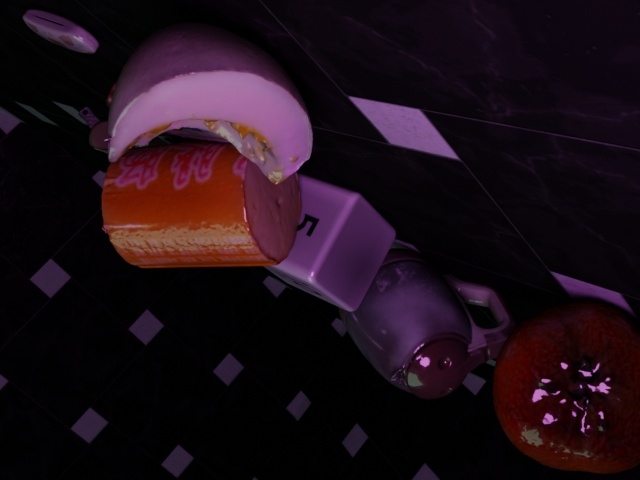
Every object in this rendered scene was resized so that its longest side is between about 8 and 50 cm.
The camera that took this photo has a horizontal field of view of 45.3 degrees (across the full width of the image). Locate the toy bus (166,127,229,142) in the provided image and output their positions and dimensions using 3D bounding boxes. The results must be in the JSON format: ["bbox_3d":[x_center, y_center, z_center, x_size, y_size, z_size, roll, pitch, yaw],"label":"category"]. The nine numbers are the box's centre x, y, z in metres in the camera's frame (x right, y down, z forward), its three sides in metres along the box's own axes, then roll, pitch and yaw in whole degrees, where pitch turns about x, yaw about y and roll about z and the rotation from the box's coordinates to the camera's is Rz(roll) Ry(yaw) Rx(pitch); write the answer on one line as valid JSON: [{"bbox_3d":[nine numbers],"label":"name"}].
[{"bbox_3d":[-0.193,-0.214,1.256,0.112,0.090,0.274,28,173,-37],"label":"toy bus"}]

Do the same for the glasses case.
[{"bbox_3d":[-0.457,-0.368,1.348,0.164,0.041,0.063,24,170,27],"label":"glasses case"}]

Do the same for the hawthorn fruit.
[{"bbox_3d":[0.433,0.243,1.321,0.285,0.284,0.369,28,-176,6],"label":"hawthorn fruit"}]

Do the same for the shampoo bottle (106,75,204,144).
[{"bbox_3d":[-0.261,-0.214,1.495,0.314,0.076,0.118,30,174,-6],"label":"shampoo bottle"}]

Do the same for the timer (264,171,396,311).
[{"bbox_3d":[0.000,0.000,1.512,0.195,0.194,0.192,23,169,37],"label":"timer"}]

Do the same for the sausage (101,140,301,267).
[{"bbox_3d":[-0.206,-0.069,1.378,0.287,0.233,0.233,-1,160,19],"label":"sausage"}]

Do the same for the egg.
[{"bbox_3d":[-0.146,-0.198,1.004,0.271,0.161,0.206,-1,144,-18],"label":"egg"}]

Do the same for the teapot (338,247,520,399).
[{"bbox_3d":[0.228,0.173,1.542,0.312,0.315,0.233,-122,16,-58],"label":"teapot"}]

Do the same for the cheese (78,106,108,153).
[{"bbox_3d":[-0.575,-0.280,2.014,0.171,0.092,0.047,28,163,6],"label":"cheese"}]

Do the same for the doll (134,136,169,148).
[{"bbox_3d":[-0.324,-0.194,1.599,0.192,0.095,0.149,44,-171,30],"label":"doll"}]
